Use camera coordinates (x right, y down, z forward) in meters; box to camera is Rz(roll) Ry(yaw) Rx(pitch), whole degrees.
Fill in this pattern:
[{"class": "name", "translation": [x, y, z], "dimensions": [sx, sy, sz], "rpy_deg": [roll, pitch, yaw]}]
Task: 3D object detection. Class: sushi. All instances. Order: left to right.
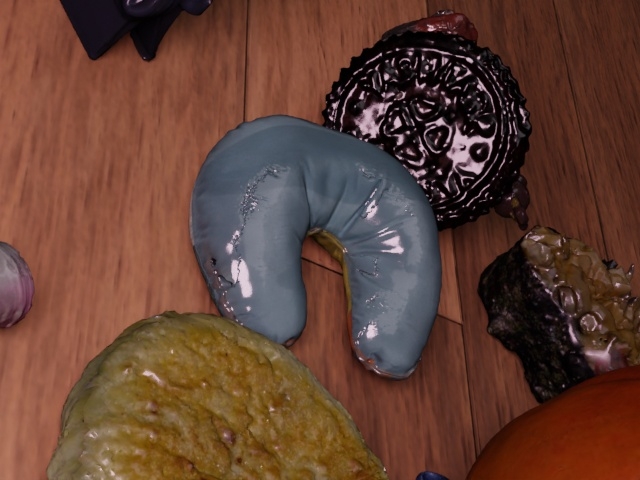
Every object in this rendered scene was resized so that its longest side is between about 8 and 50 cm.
[{"class": "sushi", "translation": [0.256, 0.085, 1.064], "dimensions": [0.147, 0.115, 0.212], "rpy_deg": [-13, 70, -47]}]

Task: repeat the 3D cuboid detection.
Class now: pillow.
[{"class": "pillow", "translation": [0.000, 0.000, 0.910], "dimensions": [0.233, 0.086, 0.214], "rpy_deg": [15, 60, -31]}]

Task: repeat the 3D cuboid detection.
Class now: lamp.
[{"class": "lamp", "translation": [0.132, -0.109, 1.105], "dimensions": [0.118, 0.118, 0.253], "rpy_deg": [10, 57, -38]}]

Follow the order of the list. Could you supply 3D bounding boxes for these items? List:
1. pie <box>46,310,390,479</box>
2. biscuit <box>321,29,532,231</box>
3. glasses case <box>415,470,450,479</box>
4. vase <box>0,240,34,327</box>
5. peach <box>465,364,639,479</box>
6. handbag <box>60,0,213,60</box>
[{"class": "pie", "translation": [-0.059, 0.178, 0.737], "dimensions": [0.277, 0.078, 0.277], "rpy_deg": [24, 42, -24]}, {"class": "biscuit", "translation": [0.096, -0.101, 1.012], "dimensions": [0.194, 0.194, 0.053], "rpy_deg": [56, 10, 6]}, {"class": "glasses case", "translation": [0.090, 0.220, 0.875], "dimensions": [0.033, 0.023, 0.083], "rpy_deg": [33, 42, -23]}, {"class": "vase", "translation": [-0.265, 0.048, 0.635], "dimensions": [0.214, 0.086, 0.086], "rpy_deg": [-18, 74, -53]}, {"class": "peach", "translation": [0.279, 0.243, 0.818], "dimensions": [0.342, 0.301, 0.343], "rpy_deg": [24, 46, -27]}, {"class": "handbag", "translation": [-0.137, -0.343, 0.875], "dimensions": [0.122, 0.303, 0.329], "rpy_deg": [-13, 71, -44]}]
